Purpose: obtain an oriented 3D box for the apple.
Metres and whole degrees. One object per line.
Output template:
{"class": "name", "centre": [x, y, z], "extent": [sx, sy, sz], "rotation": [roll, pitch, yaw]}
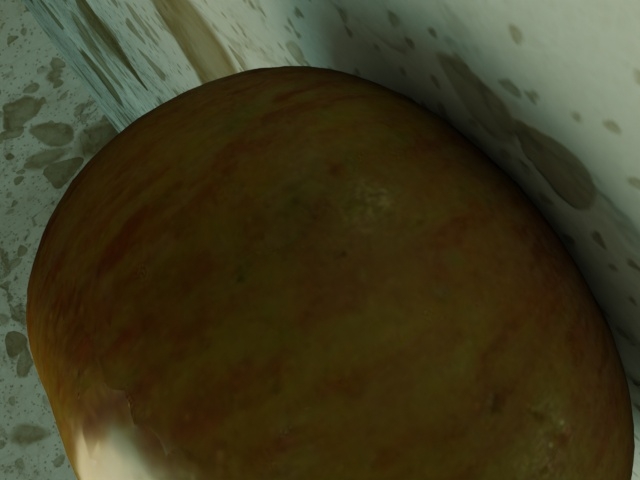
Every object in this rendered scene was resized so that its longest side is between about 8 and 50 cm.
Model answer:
{"class": "apple", "centre": [-0.008, 0.101, 0.573], "extent": [0.400, 0.333, 0.400], "rotation": [48, 172, 9]}
